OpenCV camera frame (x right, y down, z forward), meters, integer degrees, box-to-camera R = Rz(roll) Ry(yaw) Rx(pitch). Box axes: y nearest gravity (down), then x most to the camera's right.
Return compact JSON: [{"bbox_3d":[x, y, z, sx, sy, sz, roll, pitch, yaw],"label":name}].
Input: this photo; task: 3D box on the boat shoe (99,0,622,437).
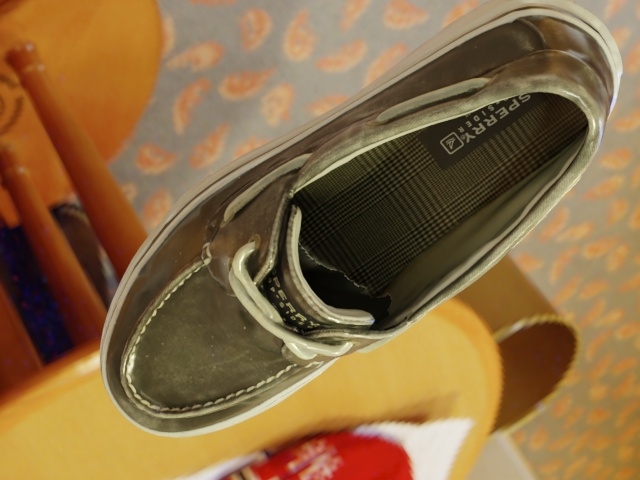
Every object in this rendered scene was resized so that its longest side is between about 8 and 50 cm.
[{"bbox_3d":[0.000,0.000,0.716,0.335,0.121,0.119,-41,-171,23],"label":"boat shoe"}]
